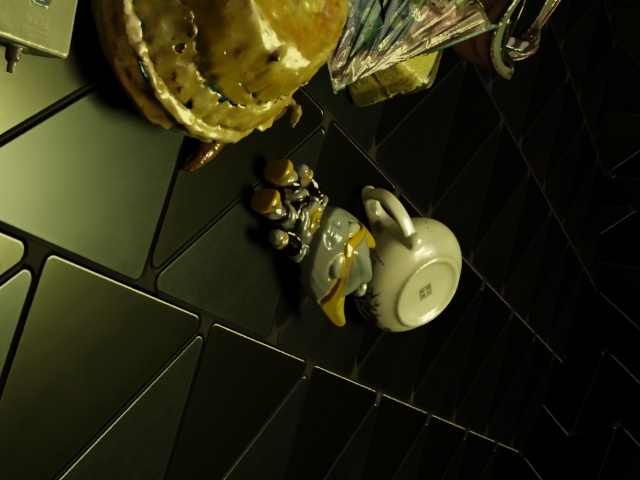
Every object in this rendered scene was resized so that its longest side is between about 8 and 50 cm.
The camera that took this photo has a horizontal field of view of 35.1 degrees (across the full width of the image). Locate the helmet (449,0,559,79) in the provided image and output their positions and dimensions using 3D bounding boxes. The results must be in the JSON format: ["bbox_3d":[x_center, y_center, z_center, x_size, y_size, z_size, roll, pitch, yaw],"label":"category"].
[{"bbox_3d":[0.315,-0.454,1.818,0.338,0.197,0.271,-53,157,-36],"label":"helmet"}]

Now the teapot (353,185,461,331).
[{"bbox_3d":[0.141,0.038,1.730,0.208,0.166,0.300,-23,123,-12],"label":"teapot"}]

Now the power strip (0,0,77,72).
[{"bbox_3d":[-0.238,-0.326,0.879,0.106,0.043,0.367,8,93,-65],"label":"power strip"}]

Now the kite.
[{"bbox_3d":[0.095,-0.367,1.400,0.406,0.014,0.368,27,85,-32],"label":"kite"}]

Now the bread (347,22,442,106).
[{"bbox_3d":[0.054,-0.346,1.503,0.264,0.163,0.168,39,64,-27],"label":"bread"}]

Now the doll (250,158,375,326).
[{"bbox_3d":[0.002,-0.004,1.459,0.316,0.103,0.145,47,33,-47],"label":"doll"}]

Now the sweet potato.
[{"bbox_3d":[-0.101,-0.145,1.248,0.214,0.050,0.050,-42,136,-47],"label":"sweet potato"}]

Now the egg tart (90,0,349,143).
[{"bbox_3d":[-0.083,-0.286,1.094,0.388,0.169,0.388,-18,110,-59],"label":"egg tart"}]
